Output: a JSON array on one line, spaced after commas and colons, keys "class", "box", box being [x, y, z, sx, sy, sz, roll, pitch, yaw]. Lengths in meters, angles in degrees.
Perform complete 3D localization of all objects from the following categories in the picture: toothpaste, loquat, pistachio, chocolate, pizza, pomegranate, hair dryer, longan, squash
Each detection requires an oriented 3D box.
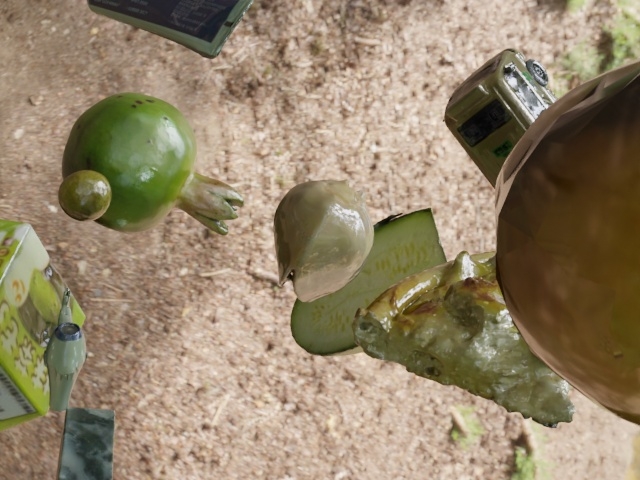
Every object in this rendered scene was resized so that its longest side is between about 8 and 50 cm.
[{"class": "toothpaste", "box": [-0.092, -0.127, 0.438, 0.037, 0.140, 0.021, -60, 142, -7]}, {"class": "loquat", "box": [0.216, -0.002, 0.462, 0.235, 0.235, 0.235, -2, 93, -36]}, {"class": "pistachio", "box": [0.000, 0.000, 1.002, 0.126, 0.223, 0.152, 33, 74, 9]}, {"class": "chocolate", "box": [-0.571, 0.149, 1.449, 0.288, 0.137, 0.300, -82, 160, -47]}, {"class": "pizza", "box": [0.195, 0.069, 0.770, 0.323, 0.223, 0.089, -14, 123, -37]}, {"class": "pomegranate", "box": [-0.271, -0.106, 1.309, 0.302, 0.236, 0.236, 30, 72, -5]}, {"class": "hair dryer", "box": [-0.438, 0.188, 1.350, 0.067, 0.199, 0.167, 7, 106, -23]}, {"class": "longan", "box": [-0.318, -0.063, 1.093, 0.083, 0.075, 0.075, -42, 118, -57]}, {"class": "squash", "box": [0.082, 0.096, 1.505, 0.210, 0.309, 0.233, 77, 2, -54]}]

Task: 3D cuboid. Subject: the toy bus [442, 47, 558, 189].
[{"class": "toy bus", "box": [0.312, -0.135, 1.193, 0.289, 0.139, 0.157, 53, 40, -2]}]

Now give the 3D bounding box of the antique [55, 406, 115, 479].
[{"class": "antique", "box": [-0.400, 0.369, 1.357, 0.086, 0.183, 0.088, 9, 121, -18]}]
